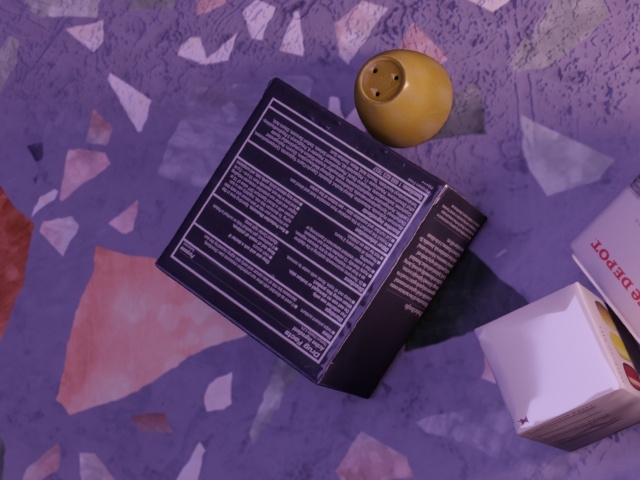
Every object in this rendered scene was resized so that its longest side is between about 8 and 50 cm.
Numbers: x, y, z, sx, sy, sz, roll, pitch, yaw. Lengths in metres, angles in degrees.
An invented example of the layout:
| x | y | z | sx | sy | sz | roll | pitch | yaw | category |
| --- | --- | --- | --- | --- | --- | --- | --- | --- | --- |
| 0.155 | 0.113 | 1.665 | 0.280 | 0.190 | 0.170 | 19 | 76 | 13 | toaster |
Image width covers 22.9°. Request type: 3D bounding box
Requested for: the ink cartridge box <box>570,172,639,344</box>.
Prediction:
| x | y | z | sx | sy | sz | roll | pitch | yaw | category |
| --- | --- | --- | --- | --- | --- | --- | --- | --- | --- |
| 0.463 | -0.010 | 1.846 | 0.283 | 0.117 | 0.207 | -48 | 58 | 24 | ink cartridge box |

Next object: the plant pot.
| x | y | z | sx | sy | sz | roll | pitch | yaw | category |
| --- | --- | --- | --- | --- | --- | --- | --- | --- | --- |
| 0.098 | -0.199 | 2.096 | 0.134 | 0.095 | 0.134 | -5 | 77 | 21 | plant pot |

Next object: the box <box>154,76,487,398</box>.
| x | y | z | sx | sy | sz | roll | pitch | yaw | category |
| --- | --- | --- | --- | --- | --- | --- | --- | --- | --- |
| 0.000 | 0.000 | 2.045 | 0.296 | 0.183 | 0.294 | 35 | 92 | 27 | box |

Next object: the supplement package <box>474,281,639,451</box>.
| x | y | z | sx | sy | sz | roll | pitch | yaw | category |
| --- | --- | --- | --- | --- | --- | --- | --- | --- | --- |
| 0.296 | 0.154 | 1.854 | 0.134 | 0.244 | 0.139 | -27 | 70 | 16 | supplement package |
